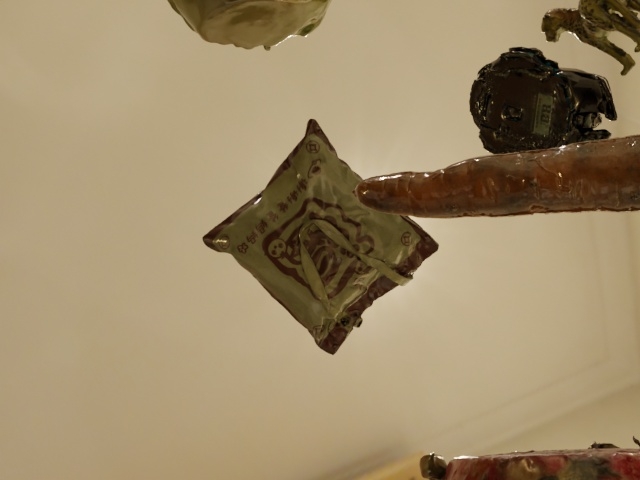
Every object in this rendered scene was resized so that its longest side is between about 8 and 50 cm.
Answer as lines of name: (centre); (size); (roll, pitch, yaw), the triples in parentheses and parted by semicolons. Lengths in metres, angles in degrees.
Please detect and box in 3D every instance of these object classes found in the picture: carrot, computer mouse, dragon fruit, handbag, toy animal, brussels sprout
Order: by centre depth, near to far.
carrot: (0.092, -0.026, 0.480); (0.165, 0.035, 0.035); (-4, -64, 19)
dragon fruit: (0.179, 0.209, 0.767); (0.282, 0.211, 0.147); (7, -117, -52)
toy animal: (0.351, -0.279, 1.297); (0.136, 0.181, 0.073); (32, -89, 9)
brussels sprout: (-0.111, -0.434, 1.307); (0.276, 0.371, 0.315); (-2, -32, -37)
computer mouse: (0.285, -0.171, 1.320); (0.077, 0.242, 0.146); (-8, -67, -33)
handbag: (0.000, 0.000, 1.325); (0.235, 0.127, 0.213); (44, -88, -7)
